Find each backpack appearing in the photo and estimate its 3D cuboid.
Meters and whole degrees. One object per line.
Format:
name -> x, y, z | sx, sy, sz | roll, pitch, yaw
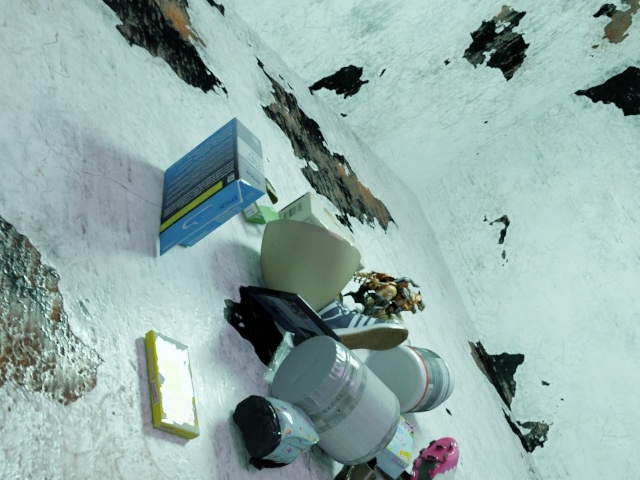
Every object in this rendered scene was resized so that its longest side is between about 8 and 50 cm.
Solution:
backpack -> -0.089, 0.411, 1.557 | 0.182, 0.115, 0.152 | 38, 23, -50

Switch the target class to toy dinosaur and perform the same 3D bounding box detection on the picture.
toy dinosaur -> 0.195, 0.168, 2.376 | 0.322, 0.218, 0.164 | 41, 31, -13

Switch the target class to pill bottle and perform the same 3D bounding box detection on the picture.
pill bottle -> 0.289, 0.440, 2.304 | 0.363, 0.210, 0.210 | 22, 39, -60
pill bottle -> 0.227, 0.297, 2.502 | 0.131, 0.131, 0.229 | 40, 25, -40

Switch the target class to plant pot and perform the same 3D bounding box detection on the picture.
plant pot -> -0.049, 0.091, 2.009 | 0.284, 0.284, 0.191 | 39, 62, -43

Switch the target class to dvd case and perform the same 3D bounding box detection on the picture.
dvd case -> -0.073, 0.187, 1.850 | 0.180, 0.022, 0.253 | 48, -22, -24

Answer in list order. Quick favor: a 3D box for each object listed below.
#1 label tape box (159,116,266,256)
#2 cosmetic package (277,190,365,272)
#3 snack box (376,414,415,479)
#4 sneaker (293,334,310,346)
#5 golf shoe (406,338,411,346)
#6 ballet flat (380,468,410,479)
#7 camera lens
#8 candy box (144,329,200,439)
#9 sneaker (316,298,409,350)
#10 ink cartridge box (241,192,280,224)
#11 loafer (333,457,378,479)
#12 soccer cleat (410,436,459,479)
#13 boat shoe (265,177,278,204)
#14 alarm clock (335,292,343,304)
label tape box -> -0.260, -0.111, 1.765 | 0.115, 0.249, 0.348 | 42, 23, -36
cosmetic package -> 0.000, 0.000, 2.393 | 0.296, 0.153, 0.129 | 47, 22, -31
snack box -> 0.170, 0.532, 2.009 | 0.174, 0.070, 0.207 | 38, 21, -1
sneaker -> 0.032, 0.355, 2.004 | 0.270, 0.090, 0.145 | 36, -27, 22
golf shoe -> 0.268, 0.339, 2.637 | 0.186, 0.067, 0.086 | 54, 20, -9
ballet flat -> 0.241, 0.671, 2.044 | 0.250, 0.058, 0.084 | 50, 19, -21
camera lens -> 0.043, 0.389, 1.755 | 0.274, 0.219, 0.219 | 47, 21, -26
candy box -> -0.288, 0.277, 1.412 | 0.105, 0.027, 0.206 | 40, 25, -46
sneaker -> 0.112, 0.247, 2.157 | 0.153, 0.282, 0.099 | -110, -159, -50
ink cartridge box -> -0.196, -0.108, 2.213 | 0.209, 0.062, 0.109 | 62, 19, 15
loafer -> 0.092, 0.580, 1.786 | 0.080, 0.078, 0.220 | 55, 18, -6
soccer cleat -> 0.301, 0.690, 1.988 | 0.331, 0.116, 0.143 | -48, 118, -43
boat shoe -> -0.192, -0.180, 2.367 | 0.152, 0.056, 0.049 | 56, 11, -34
alarm clock -> 0.005, 0.145, 2.302 | 0.129, 0.064, 0.192 | 11, 52, -65
